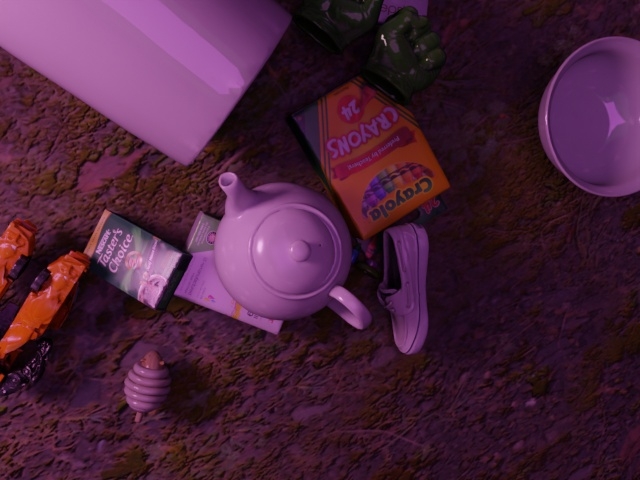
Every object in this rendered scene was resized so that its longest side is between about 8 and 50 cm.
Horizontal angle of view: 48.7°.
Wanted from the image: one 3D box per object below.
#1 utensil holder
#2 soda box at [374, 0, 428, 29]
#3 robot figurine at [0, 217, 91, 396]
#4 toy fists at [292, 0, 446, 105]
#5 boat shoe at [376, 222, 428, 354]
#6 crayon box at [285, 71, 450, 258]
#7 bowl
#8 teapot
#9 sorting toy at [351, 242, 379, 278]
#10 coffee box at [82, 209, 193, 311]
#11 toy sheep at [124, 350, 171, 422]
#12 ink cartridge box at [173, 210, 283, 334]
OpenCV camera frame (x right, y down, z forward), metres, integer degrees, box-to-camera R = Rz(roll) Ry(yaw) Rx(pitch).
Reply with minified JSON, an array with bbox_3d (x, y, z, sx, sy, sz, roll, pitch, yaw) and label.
[{"bbox_3d":[-0.284,-0.344,1.099,0.385,0.327,0.328,35,87,-14],"label":"utensil holder"},{"bbox_3d":[0.085,-0.434,1.298,0.216,0.069,0.074,5,94,-13],"label":"soda box"},{"bbox_3d":[-0.527,0.120,1.197,0.211,0.085,0.291,34,97,-11],"label":"robot figurine"},{"bbox_3d":[0.095,-0.367,1.218,0.279,0.096,0.142,35,83,-8],"label":"toy fists"},{"bbox_3d":[0.147,0.094,1.335,0.084,0.095,0.258,-6,101,-24],"label":"boat shoe"},{"bbox_3d":[0.102,-0.144,1.323,0.202,0.081,0.319,-33,101,-8],"label":"crayon box"},{"bbox_3d":[0.541,-0.235,1.381,0.297,0.134,0.298,-1,95,-11],"label":"bowl"},{"bbox_3d":[-0.048,0.022,1.161,0.256,0.187,0.253,0,90,-17],"label":"teapot"},{"bbox_3d":[0.074,0.031,1.325,0.042,0.102,0.061,-58,146,-8],"label":"sorting toy"},{"bbox_3d":[-0.322,0.034,1.222,0.184,0.040,0.113,28,91,21],"label":"coffee box"},{"bbox_3d":[-0.311,0.262,1.268,0.091,0.091,0.132,9,93,-13],"label":"toy sheep"},{"bbox_3d":[-0.149,0.058,1.281,0.212,0.093,0.154,24,88,-15],"label":"ink cartridge box"}]
